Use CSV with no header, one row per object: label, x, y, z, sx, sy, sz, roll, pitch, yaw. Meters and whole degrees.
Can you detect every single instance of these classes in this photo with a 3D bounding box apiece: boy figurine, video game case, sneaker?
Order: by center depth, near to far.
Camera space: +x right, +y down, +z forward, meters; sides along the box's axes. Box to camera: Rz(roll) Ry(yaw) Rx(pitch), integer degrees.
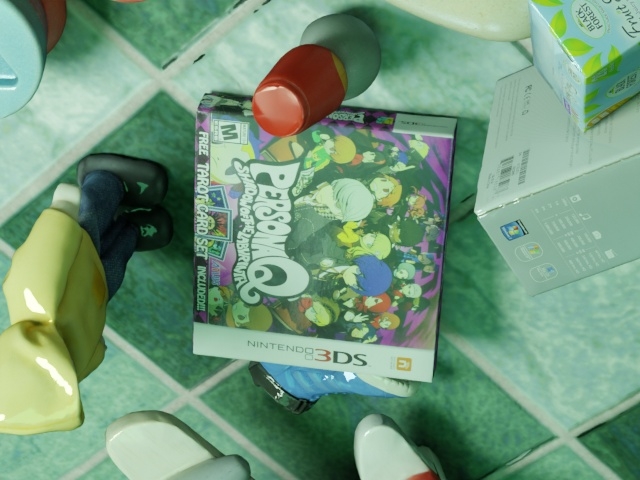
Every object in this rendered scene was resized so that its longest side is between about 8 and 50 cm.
boy figurine,-0.197,0.041,1.389,0.092,0.285,0.177,5,125,9
video game case,0.000,0.000,1.441,0.210,0.042,0.232,7,117,6
sneaker,0.009,0.122,1.550,0.152,0.058,0.084,20,124,2

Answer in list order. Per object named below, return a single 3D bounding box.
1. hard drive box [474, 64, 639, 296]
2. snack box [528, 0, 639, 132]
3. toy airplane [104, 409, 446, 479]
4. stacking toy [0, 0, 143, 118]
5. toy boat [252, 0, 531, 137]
hard drive box,0.240,-0.080,1.265,0.232,0.181,0.089,-22,121,27
snack box,0.239,-0.169,1.142,0.207,0.174,0.070,-34,79,3
toy airplane,-0.026,0.334,1.590,0.386,0.272,0.384,13,130,1
stacking toy,-0.255,-0.236,1.280,0.309,0.130,0.279,-32,116,31
toy boat,0.051,-0.212,1.233,0.267,0.148,0.318,36,125,5
